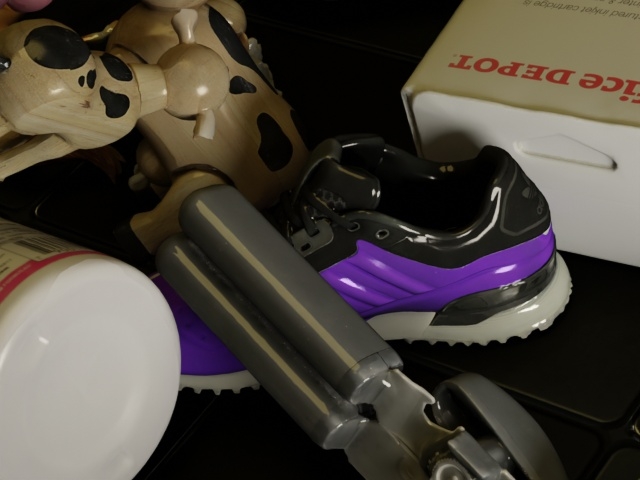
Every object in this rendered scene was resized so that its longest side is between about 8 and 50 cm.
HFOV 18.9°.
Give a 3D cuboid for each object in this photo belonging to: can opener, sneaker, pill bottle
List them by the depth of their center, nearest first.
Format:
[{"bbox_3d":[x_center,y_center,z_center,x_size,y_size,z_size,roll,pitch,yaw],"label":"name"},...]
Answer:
[{"bbox_3d":[0.027,0.076,1.111,0.283,0.076,0.095,46,37,22],"label":"can opener"},{"bbox_3d":[0.000,-0.001,1.195,0.293,0.146,0.102,-11,42,8],"label":"sneaker"},{"bbox_3d":[-0.237,0.058,1.201,0.283,0.160,0.160,17,53,41],"label":"pill bottle"}]

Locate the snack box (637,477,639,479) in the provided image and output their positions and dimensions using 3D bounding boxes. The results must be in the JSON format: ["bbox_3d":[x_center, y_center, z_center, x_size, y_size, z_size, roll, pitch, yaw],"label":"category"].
[{"bbox_3d":[0.174,0.235,0.939,0.174,0.070,0.207,-34,43,-17],"label":"snack box"}]

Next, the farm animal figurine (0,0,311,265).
[{"bbox_3d":[-0.108,-0.119,1.216,0.172,0.327,0.330,-26,36,19],"label":"farm animal figurine"}]

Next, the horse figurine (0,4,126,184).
[{"bbox_3d":[-0.230,-0.127,1.475,0.174,0.066,0.263,-18,39,-8],"label":"horse figurine"}]

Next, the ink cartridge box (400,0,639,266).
[{"bbox_3d":[0.226,-0.133,1.267,0.223,0.129,0.307,12,50,29],"label":"ink cartridge box"}]
